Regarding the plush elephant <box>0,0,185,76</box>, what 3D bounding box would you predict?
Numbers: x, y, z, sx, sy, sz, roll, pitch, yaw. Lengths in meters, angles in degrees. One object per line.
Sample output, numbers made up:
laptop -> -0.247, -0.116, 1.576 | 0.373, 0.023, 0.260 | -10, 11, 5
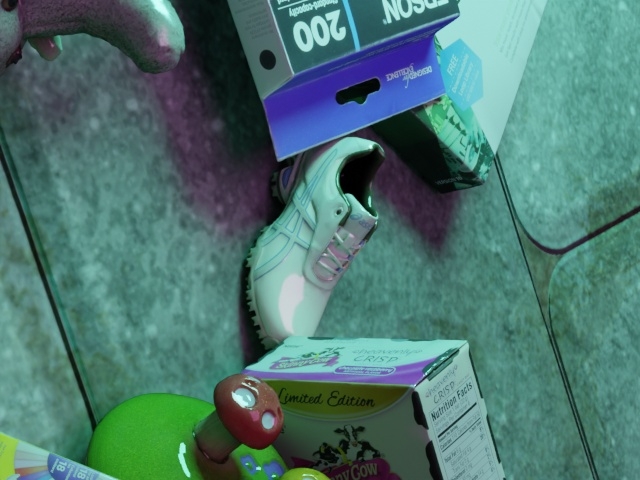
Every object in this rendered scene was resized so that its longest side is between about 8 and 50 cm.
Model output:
plush elephant -> -0.171, -0.188, 0.950 | 0.330, 0.272, 0.255 | 3, 65, -8

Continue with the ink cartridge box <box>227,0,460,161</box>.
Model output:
ink cartridge box -> 0.017, -0.185, 1.227 | 0.206, 0.045, 0.208 | -26, 102, -44

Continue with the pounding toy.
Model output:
pounding toy -> -0.045, 0.175, 1.044 | 0.183, 0.110, 0.237 | 33, 30, -33

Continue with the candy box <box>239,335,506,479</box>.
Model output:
candy box -> 0.050, 0.184, 1.151 | 0.071, 0.159, 0.233 | -34, 114, -45

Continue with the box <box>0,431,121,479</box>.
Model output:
box -> -0.181, 0.168, 0.950 | 0.179, 0.043, 0.105 | 21, 59, 4

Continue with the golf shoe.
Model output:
golf shoe -> 0.000, 0.000, 1.217 | 0.069, 0.086, 0.176 | 29, 63, -41

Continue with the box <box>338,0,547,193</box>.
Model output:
box -> 0.052, -0.224, 1.340 | 0.322, 0.058, 0.232 | 40, 55, -31
